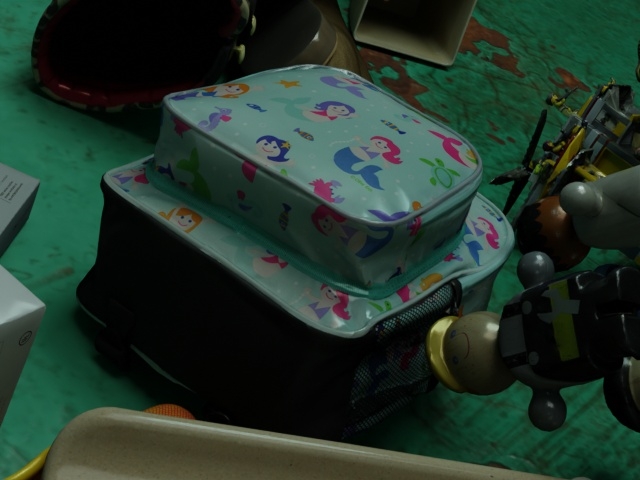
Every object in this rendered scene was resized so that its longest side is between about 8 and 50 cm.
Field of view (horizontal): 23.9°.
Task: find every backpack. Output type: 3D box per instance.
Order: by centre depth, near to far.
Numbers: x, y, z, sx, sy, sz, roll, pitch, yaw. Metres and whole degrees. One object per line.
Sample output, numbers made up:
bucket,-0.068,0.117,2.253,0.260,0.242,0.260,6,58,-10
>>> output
backpack,0.000,0.000,0.965,0.225,0.191,0.253,32,25,26

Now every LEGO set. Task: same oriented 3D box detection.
LEGO set,0.282,-0.113,1.283,0.192,0.255,0.331,39,30,21

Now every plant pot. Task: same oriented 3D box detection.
plant pot,0.086,-0.249,1.485,0.109,0.109,0.096,13,21,-20

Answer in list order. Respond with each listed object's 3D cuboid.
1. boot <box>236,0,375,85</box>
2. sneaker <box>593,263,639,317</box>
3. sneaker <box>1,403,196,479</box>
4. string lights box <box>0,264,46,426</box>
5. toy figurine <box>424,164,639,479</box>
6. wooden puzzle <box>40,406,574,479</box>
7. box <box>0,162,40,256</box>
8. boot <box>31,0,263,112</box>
boot,-0.016,-0.174,1.328,0.115,0.112,0.305,47,15,-28
sneaker,0.255,0.059,1.179,0.053,0.059,0.144,9,33,-21
sneaker,-0.112,0.126,0.800,0.064,0.067,0.175,33,30,15
string lights box,-0.255,0.093,0.678,0.076,0.133,0.259,39,33,20
toy figurine,0.182,0.072,0.906,0.209,0.148,0.213,53,45,-18
wooden puzzle,0.024,0.252,0.680,0.322,0.080,0.348,11,42,-17
box,-0.286,-0.031,0.938,0.186,0.038,0.145,24,30,-1
boot,-0.045,-0.242,1.187,0.138,0.377,0.284,63,25,-25
